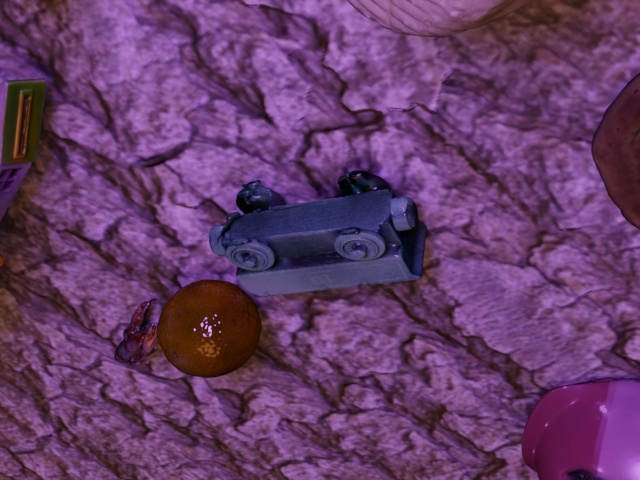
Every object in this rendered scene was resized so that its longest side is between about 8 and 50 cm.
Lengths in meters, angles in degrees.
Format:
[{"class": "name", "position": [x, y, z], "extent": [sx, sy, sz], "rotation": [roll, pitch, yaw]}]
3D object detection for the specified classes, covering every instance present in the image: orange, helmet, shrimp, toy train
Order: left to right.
[{"class": "shrimp", "position": [-0.164, 0.092, 1.208], "extent": [0.029, 0.038, 0.092], "rotation": [-16, 150, -33]}, {"class": "orange", "position": [-0.098, 0.077, 1.141], "extent": [0.095, 0.085, 0.085], "rotation": [-25, 125, 29]}, {"class": "toy train", "position": [0.000, 0.000, 1.046], "extent": [0.172, 0.070, 0.099], "rotation": [-7, 144, 22]}, {"class": "helmet", "position": [0.304, 0.236, 1.156], "extent": [0.253, 0.154, 0.198], "rotation": [5, 138, 4]}]

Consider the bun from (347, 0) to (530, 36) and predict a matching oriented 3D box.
[{"class": "bun", "position": [0.066, -0.228, 0.719], "extent": [0.134, 0.220, 0.220], "rotation": [-21, 143, -23]}]

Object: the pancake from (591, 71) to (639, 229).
[{"class": "pancake", "position": [0.311, -0.055, 0.929], "extent": [0.235, 0.029, 0.212], "rotation": [-1, 137, 19]}]

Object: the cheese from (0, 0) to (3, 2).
[{"class": "cheese", "position": [-0.226, -0.171, 0.787], "extent": [0.054, 0.251, 0.127], "rotation": [-21, 128, 27]}]

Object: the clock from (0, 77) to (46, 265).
[{"class": "clock", "position": [-0.347, -0.012, 1.003], "extent": [0.166, 0.235, 0.309], "rotation": [53, 130, 22]}]
